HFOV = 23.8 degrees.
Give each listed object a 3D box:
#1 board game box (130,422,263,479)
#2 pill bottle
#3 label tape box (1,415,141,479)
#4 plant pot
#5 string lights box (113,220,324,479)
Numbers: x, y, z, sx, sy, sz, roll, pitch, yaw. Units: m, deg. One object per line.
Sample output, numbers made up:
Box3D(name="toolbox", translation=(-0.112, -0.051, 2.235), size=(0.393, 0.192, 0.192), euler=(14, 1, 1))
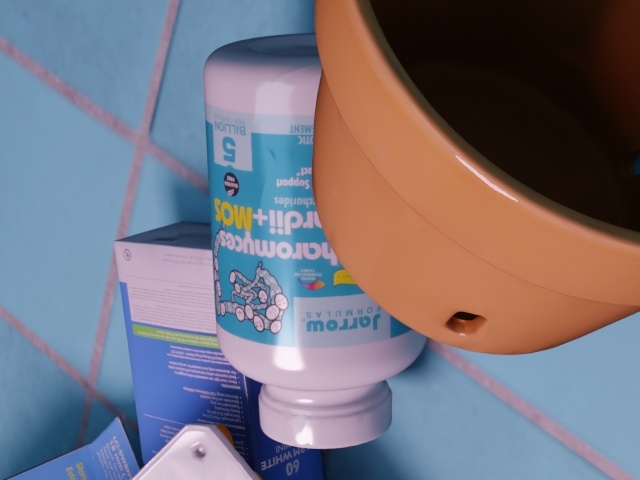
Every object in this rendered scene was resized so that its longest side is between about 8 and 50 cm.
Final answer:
Box3D(name="board game box", translation=(-0.082, 0.394, 1.106), size=(0.390, 0.050, 0.390), euler=(-46, 77, 18))
Box3D(name="pill bottle", translation=(0.000, 0.000, 1.016), size=(0.146, 0.146, 0.264), euler=(11, 110, 40))
Box3D(name="label tape box", translation=(-0.223, 0.322, 1.282), size=(0.240, 0.106, 0.333), euler=(65, 147, 16))
Box3D(name="plant pot", translation=(0.118, -0.071, 0.817), size=(0.291, 0.291, 0.203), euler=(55, 149, 15))
Box3D(name="string lights box", translation=(-0.075, 0.122, 1.169), size=(0.133, 0.077, 0.259), euler=(6, 107, 42))
